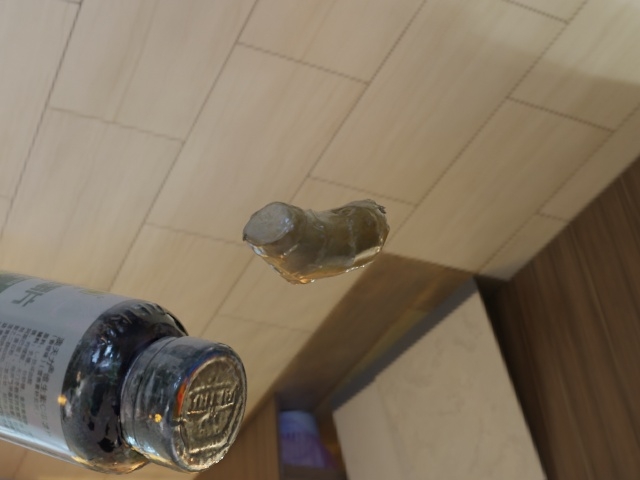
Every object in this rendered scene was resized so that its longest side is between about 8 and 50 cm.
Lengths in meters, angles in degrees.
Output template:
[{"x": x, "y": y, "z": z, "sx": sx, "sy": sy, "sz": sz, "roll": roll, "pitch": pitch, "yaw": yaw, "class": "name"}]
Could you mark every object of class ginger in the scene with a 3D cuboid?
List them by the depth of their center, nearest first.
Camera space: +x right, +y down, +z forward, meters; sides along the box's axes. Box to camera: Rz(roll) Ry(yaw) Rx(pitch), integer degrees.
[{"x": -0.001, "y": -0.002, "z": 1.025, "sx": 0.190, "sy": 0.095, "sz": 0.069, "roll": -11, "pitch": -173, "yaw": -34, "class": "ginger"}]

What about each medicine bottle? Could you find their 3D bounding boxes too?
[{"x": -0.205, "y": 0.108, "z": 0.784, "sx": 0.293, "sy": 0.141, "sz": 0.141, "roll": 9, "pitch": 151, "yaw": 30, "class": "medicine bottle"}]
